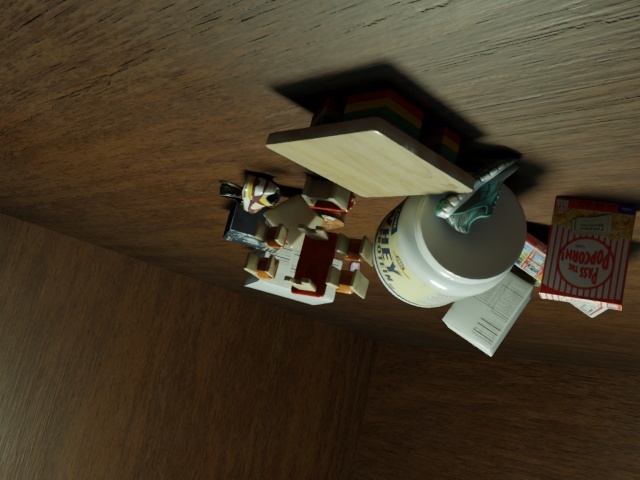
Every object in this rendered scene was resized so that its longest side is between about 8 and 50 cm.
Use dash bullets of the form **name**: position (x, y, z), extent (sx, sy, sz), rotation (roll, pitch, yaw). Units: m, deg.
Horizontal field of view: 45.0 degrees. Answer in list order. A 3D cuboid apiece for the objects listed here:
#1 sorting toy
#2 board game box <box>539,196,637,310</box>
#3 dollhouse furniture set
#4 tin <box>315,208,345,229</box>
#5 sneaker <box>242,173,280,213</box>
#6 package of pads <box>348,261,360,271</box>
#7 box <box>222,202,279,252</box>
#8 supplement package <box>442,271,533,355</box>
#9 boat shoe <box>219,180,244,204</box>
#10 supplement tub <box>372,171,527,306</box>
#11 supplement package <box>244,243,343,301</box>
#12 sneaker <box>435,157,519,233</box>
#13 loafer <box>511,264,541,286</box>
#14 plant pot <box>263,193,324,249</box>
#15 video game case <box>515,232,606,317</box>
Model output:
- **sorting toy**: position (0.090, -0.161, 1.302), extent (0.257, 0.089, 0.255), rotation (24, 164, -41)
- **board game box**: position (0.499, 0.022, 1.442), extent (0.147, 0.193, 0.045), rotation (8, 166, 23)
- **dollhouse furniture set**: position (0.000, 0.000, 1.719), extent (0.262, 0.259, 0.135), rotation (8, 164, 24)
- **tin**: position (-0.010, -0.061, 1.981), extent (0.106, 0.040, 0.190), rotation (15, 168, -28)
- **sneaker**: position (-0.138, -0.100, 1.861), extent (0.084, 0.069, 0.185), rotation (18, 169, 5)
- **package of pads**: position (0.110, 0.102, 2.545), extent (0.032, 0.050, 0.083), rotation (9, 168, -3)
- **box**: position (-0.176, -0.036, 2.136), extent (0.158, 0.093, 0.156), rotation (17, 167, -11)
- **supplement package**: position (0.448, 0.179, 2.061), extent (0.149, 0.203, 0.194), rotation (34, 177, 18)
- **boat shoe**: position (-0.198, -0.109, 1.957), extent (0.133, 0.042, 0.049), rotation (20, 164, -34)
- **supplement tub**: position (0.247, 0.002, 1.523), extent (0.236, 0.235, 0.325), rotation (15, 167, -6)
- **supplement package**: position (-0.094, 0.111, 2.581), extent (0.262, 0.145, 0.204), rotation (18, 167, -16)
- **sneaker**: position (0.282, -0.077, 1.339), extent (0.076, 0.166, 0.065), rotation (50, -173, -12)
- **loafer**: position (0.565, 0.090, 2.011), extent (0.148, 0.056, 0.050), rotation (24, 168, 0)
- **plant pot**: position (-0.055, -0.050, 1.861), extent (0.109, 0.096, 0.109), rotation (50, -172, 12)
- **video game case**: position (0.520, 0.067, 1.741), extent (0.285, 0.025, 0.204), rotation (36, 172, 13)
